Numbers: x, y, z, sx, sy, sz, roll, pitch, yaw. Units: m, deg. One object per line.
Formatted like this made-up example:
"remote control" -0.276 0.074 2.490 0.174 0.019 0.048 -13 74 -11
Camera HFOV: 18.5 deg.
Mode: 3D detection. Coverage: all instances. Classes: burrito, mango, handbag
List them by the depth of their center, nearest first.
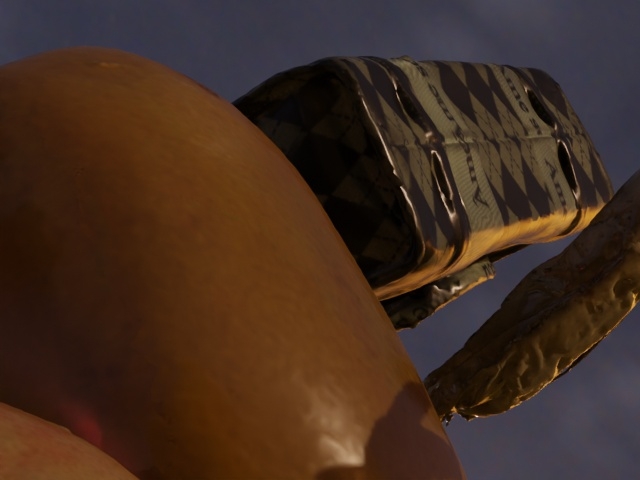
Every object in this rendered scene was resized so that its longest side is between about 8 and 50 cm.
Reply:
"mango" -0.065 0.090 0.947 0.232 0.446 0.300 -40 -28 6
"burrito" 0.154 0.043 1.267 0.229 0.058 0.063 -45 -46 1
"handbag" 0.000 0.000 1.390 0.316 0.180 0.416 -28 -8 25

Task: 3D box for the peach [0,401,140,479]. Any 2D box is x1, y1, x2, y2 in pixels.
"peach" -0.129 0.116 0.526 0.232 0.232 0.232 -8 -36 -6
